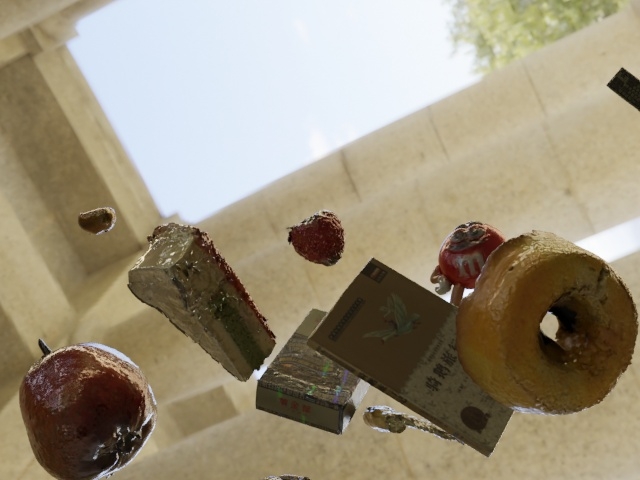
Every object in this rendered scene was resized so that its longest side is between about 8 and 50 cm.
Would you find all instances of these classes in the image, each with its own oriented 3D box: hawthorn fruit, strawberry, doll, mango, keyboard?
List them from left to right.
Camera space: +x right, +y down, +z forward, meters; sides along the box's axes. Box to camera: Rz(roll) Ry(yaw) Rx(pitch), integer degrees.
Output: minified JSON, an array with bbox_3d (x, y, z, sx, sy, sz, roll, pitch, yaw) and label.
[{"bbox_3d":[-0.513,0.331,2.154,0.369,0.285,0.285,49,-175,32],"label":"hawthorn fruit"},{"bbox_3d":[-0.539,-0.047,2.462,0.077,0.127,0.063,-3,-98,-42],"label":"mango"},{"bbox_3d":[0.001,0.000,1.740,0.106,0.106,0.106,57,-162,-30],"label":"strawberry"},{"bbox_3d":[0.281,0.045,1.807,0.085,0.183,0.217,55,-144,-48],"label":"doll"},{"bbox_3d":[0.581,-0.258,1.828,0.129,0.049,0.015,41,174,10],"label":"keyboard"}]

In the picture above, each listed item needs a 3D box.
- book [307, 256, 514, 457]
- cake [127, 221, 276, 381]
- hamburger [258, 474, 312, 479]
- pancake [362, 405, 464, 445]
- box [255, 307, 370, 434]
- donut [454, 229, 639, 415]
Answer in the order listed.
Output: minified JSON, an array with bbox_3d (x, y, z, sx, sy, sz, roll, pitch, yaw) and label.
[{"bbox_3d":[0.161,0.167,1.526,0.310,0.021,0.217,31,-133,10],"label":"book"},{"bbox_3d":[-0.158,0.077,1.285,0.086,0.117,0.220,-55,-45,-27],"label":"cake"},{"bbox_3d":[-0.047,0.446,1.455,0.107,0.231,0.230,0,-116,-43],"label":"hamburger"},{"bbox_3d":[0.205,0.409,2.177,0.266,0.245,0.057,161,129,-78],"label":"pancake"},{"bbox_3d":[0.012,0.277,2.206,0.310,0.198,0.084,-50,-31,-54],"label":"box"},{"bbox_3d":[0.295,0.113,1.314,0.253,0.254,0.118,62,162,-14],"label":"donut"}]
